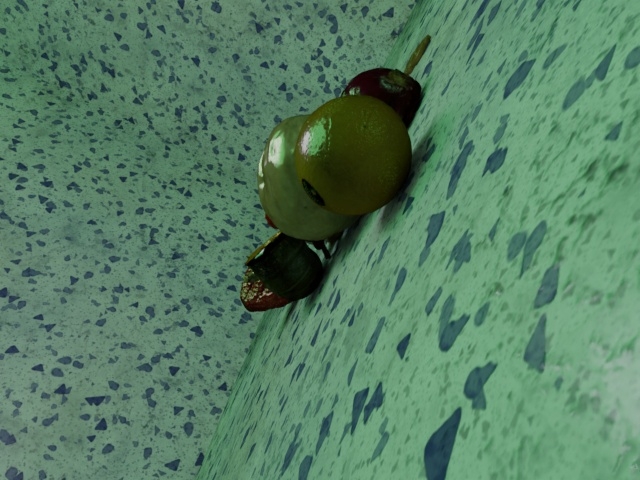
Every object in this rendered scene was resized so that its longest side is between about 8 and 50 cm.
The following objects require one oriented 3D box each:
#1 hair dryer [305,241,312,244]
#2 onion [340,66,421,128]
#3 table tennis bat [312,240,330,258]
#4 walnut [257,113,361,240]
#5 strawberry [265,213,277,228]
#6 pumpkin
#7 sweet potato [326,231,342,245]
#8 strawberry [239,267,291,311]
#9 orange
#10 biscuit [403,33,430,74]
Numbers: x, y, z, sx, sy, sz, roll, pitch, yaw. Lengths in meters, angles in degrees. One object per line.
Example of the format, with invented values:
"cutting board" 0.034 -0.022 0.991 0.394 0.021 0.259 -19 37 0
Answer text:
"hair dryer" -0.022 -0.071 2.401 0.210 0.125 0.352 -64 12 9
"onion" 0.155 -0.382 1.607 0.207 0.206 0.216 -70 7 -46
"table tennis bat" 0.000 0.000 1.794 0.098 0.019 0.154 -72 -34 -44
"walnut" -0.017 -0.181 1.608 0.381 0.381 0.381 -63 6 11
"strawberry" -0.103 -0.176 2.254 0.312 0.267 0.351 -37 10 -12
"pumpkin" -0.122 0.097 1.808 0.242 0.232 0.325 -37 4 0
"sweet potato" 0.064 -0.074 1.830 0.056 0.056 0.194 -148 75 -84
"strawberry" -0.202 0.168 2.239 0.288 0.238 0.250 -41 -11 -15
"orange" 0.072 -0.185 1.238 0.274 0.274 0.274 -63 6 11
"biscuit" 0.352 -0.681 2.059 0.133 0.027 0.184 -63 6 0
